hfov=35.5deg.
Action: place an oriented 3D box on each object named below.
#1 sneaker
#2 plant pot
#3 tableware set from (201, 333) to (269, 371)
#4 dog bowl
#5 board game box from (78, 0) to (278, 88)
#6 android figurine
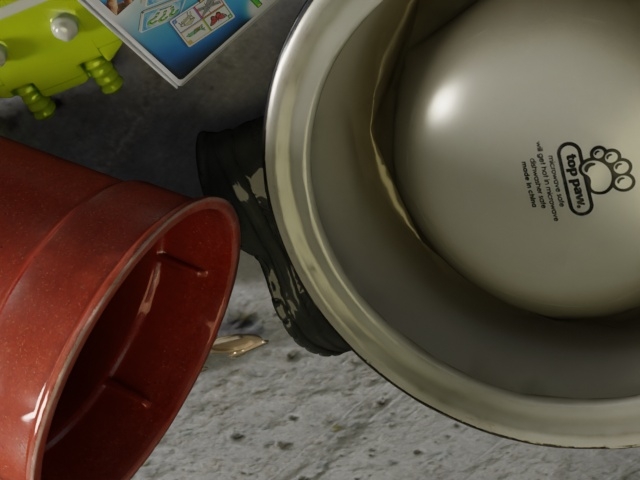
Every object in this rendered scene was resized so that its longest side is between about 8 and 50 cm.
[{"bbox_3d":[0.000,0.000,0.902,0.130,0.109,0.286,-23,134,9],"label":"sneaker"},{"bbox_3d":[-0.243,0.038,0.780,0.265,0.272,0.272,25,135,14],"label":"plant pot"},{"bbox_3d":[-0.145,0.114,1.018,0.141,0.020,0.168,-20,157,25],"label":"tableware set"},{"bbox_3d":[0.170,-0.057,0.723,0.407,0.150,0.408,12,120,21],"label":"dog bowl"},{"bbox_3d":[-0.049,-0.261,0.633,0.305,0.053,0.193,-38,127,13],"label":"board game box"},{"bbox_3d":[-0.241,-0.203,0.718,0.248,0.056,0.273,-17,131,11],"label":"android figurine"}]
